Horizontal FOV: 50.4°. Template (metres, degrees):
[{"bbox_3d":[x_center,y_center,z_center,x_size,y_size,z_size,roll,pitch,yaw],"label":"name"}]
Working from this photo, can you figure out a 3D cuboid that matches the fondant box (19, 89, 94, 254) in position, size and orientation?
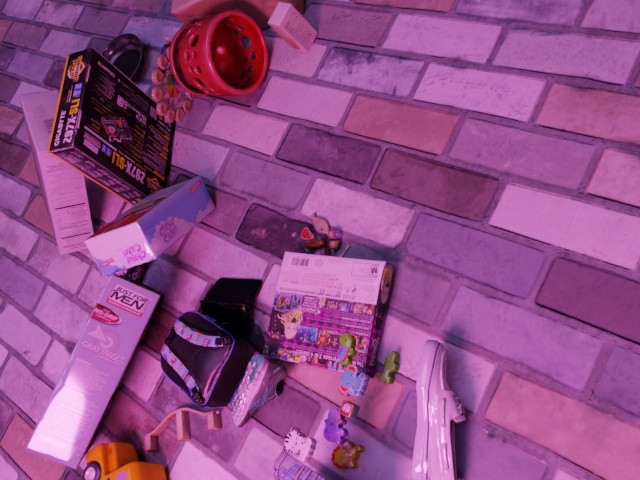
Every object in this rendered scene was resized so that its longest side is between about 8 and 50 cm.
[{"bbox_3d":[-0.643,-0.165,1.671,0.096,0.330,0.238,-14,51,-23],"label":"fondant box"}]

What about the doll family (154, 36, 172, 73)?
[{"bbox_3d":[-0.380,-0.453,1.735,0.076,0.193,0.111,22,101,-1],"label":"doll family"}]

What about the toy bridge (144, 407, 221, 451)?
[{"bbox_3d":[-0.277,0.372,1.371,0.188,0.026,0.063,-24,57,23],"label":"toy bridge"}]

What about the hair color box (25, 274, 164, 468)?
[{"bbox_3d":[-0.462,0.261,1.427,0.375,0.113,0.185,-66,8,-7],"label":"hair color box"}]

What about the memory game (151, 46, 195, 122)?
[{"bbox_3d":[-0.353,-0.376,1.650,0.012,0.186,0.186,9,75,20],"label":"memory game"}]

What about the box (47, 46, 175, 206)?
[{"bbox_3d":[-0.468,-0.245,1.576,0.079,0.322,0.257,-7,66,24],"label":"box"}]

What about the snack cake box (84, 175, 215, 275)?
[{"bbox_3d":[-0.359,-0.037,1.466,0.152,0.089,0.264,-15,19,27],"label":"snack cake box"}]

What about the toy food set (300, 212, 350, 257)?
[{"bbox_3d":[0.000,0.000,1.353,0.122,0.019,0.078,37,92,38],"label":"toy food set"}]

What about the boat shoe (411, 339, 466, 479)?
[{"bbox_3d":[0.195,0.274,1.080,0.075,0.083,0.226,2,82,22],"label":"boat shoe"}]

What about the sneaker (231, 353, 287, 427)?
[{"bbox_3d":[-0.114,0.291,1.276,0.166,0.076,0.065,-63,26,25],"label":"sneaker"}]

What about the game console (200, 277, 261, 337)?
[{"bbox_3d":[-0.182,0.139,1.418,0.122,0.071,0.107,0,100,34],"label":"game console"}]

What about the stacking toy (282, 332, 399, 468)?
[{"bbox_3d":[0.040,0.267,1.118,0.052,0.167,0.221,20,82,38],"label":"stacking toy"}]

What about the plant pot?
[{"bbox_3d":[-0.245,-0.435,1.600,0.174,0.191,0.191,8,75,42],"label":"plant pot"}]

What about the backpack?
[{"bbox_3d":[-0.226,0.227,1.337,0.173,0.117,0.158,25,90,38],"label":"backpack"}]

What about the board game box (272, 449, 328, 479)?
[{"bbox_3d":[-0.005,0.429,1.086,0.194,0.194,0.060,13,52,49],"label":"board game box"}]

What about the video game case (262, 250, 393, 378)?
[{"bbox_3d":[0.011,0.132,1.266,0.232,0.042,0.210,4,77,34],"label":"video game case"}]

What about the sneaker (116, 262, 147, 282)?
[{"bbox_3d":[-0.434,0.079,1.594,0.119,0.047,0.057,-49,58,15],"label":"sneaker"}]

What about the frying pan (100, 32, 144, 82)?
[{"bbox_3d":[-0.542,-0.447,1.884,0.197,0.053,0.326,-40,56,13],"label":"frying pan"}]

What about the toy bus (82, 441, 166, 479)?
[{"bbox_3d":[-0.355,0.543,1.295,0.130,0.108,0.333,-33,55,17],"label":"toy bus"}]

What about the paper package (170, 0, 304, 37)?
[{"bbox_3d":[-0.201,-0.690,1.692,0.309,0.168,0.325,-14,62,28],"label":"paper package"}]

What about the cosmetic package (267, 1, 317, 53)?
[{"bbox_3d":[-0.062,-0.482,1.542,0.041,0.115,0.060,26,85,38],"label":"cosmetic package"}]
